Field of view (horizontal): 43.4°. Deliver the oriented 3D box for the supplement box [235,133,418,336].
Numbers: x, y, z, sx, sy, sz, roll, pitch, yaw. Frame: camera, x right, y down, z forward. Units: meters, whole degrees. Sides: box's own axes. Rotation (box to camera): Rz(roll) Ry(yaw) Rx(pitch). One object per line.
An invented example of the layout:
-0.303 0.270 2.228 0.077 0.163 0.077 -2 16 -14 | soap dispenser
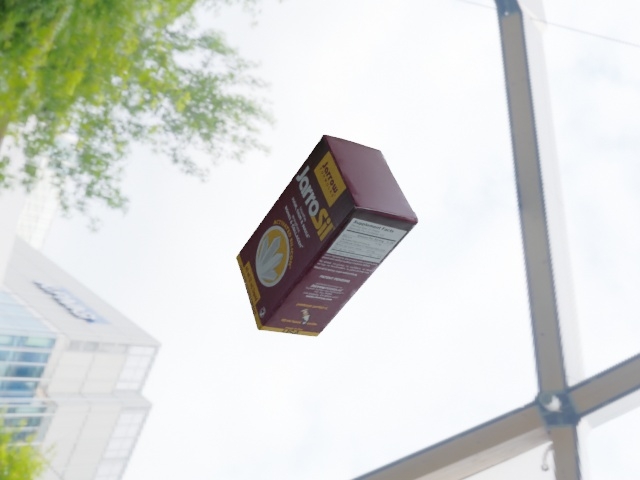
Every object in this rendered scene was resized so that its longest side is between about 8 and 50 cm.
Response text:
0.000 0.000 0.815 0.188 0.080 0.104 -52 -137 33 | supplement box
